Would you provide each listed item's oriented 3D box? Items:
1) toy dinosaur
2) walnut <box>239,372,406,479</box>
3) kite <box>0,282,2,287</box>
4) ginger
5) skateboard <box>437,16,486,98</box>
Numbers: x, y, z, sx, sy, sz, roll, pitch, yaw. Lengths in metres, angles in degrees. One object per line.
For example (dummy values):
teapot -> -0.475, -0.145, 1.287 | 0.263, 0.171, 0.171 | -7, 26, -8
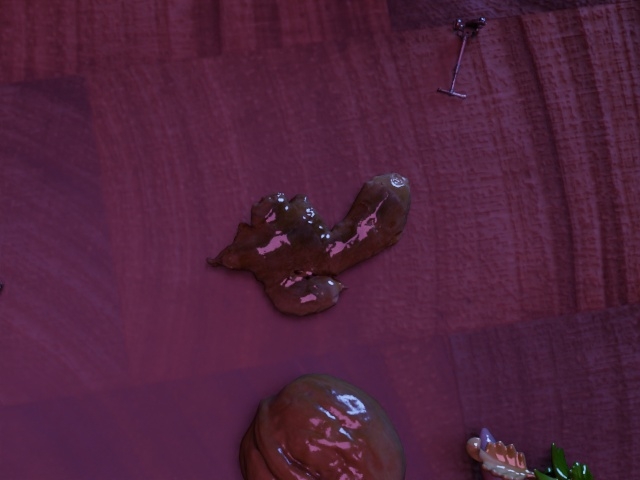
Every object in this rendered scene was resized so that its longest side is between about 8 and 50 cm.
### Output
toy dinosaur -> 0.186, 0.282, 1.269 | 0.177, 0.152, 0.194 | -8, 88, 22
walnut -> 0.005, 0.211, 1.237 | 0.166, 0.149, 0.167 | 4, 103, 19
kite -> -0.447, -0.004, 1.285 | 0.267, 0.013, 0.323 | 28, 80, 0
ginger -> -0.001, -0.011, 1.310 | 0.214, 0.059, 0.133 | -44, 92, -9
skateboard -> 0.155, -0.197, 1.360 | 0.032, 0.064, 0.083 | 14, 91, -12
